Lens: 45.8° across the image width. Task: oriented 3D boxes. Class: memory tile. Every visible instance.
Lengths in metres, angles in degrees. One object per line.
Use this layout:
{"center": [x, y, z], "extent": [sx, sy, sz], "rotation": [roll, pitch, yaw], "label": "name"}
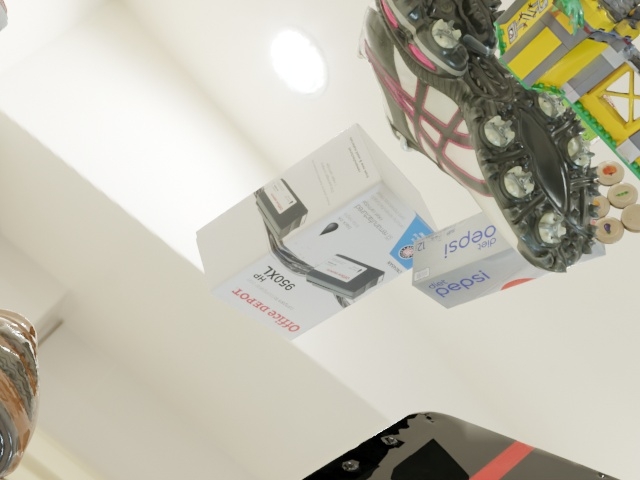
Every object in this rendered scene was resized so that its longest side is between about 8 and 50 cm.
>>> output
{"center": [0.329, -0.038, 0.959], "extent": [0.148, 0.113, 0.012], "rotation": [-20, -31, 5], "label": "memory tile"}

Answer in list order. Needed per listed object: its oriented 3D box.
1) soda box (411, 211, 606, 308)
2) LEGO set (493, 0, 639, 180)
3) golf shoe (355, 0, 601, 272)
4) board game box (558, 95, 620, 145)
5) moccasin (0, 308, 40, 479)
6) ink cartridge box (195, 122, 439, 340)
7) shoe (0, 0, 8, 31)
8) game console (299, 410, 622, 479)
{"center": [0.279, 0.011, 1.159], "extent": [0.286, 0.091, 0.098], "rotation": [-25, -46, 39], "label": "soda box"}
{"center": [0.281, -0.149, 0.412], "extent": [0.255, 0.331, 0.192], "rotation": [56, -31, 7], "label": "LEGO set"}
{"center": [0.124, -0.094, 0.613], "extent": [0.272, 0.105, 0.120], "rotation": [62, -28, 7], "label": "golf shoe"}
{"center": [0.351, -0.168, 1.213], "extent": [0.259, 0.039, 0.124], "rotation": [-41, -116, 49], "label": "board game box"}
{"center": [-0.352, 0.151, 0.464], "extent": [0.139, 0.380, 0.147], "rotation": [56, 0, -19], "label": "moccasin"}
{"center": [0.000, 0.000, 1.491], "extent": [0.395, 0.166, 0.285], "rotation": [-33, -40, 16], "label": "ink cartridge box"}
{"center": [-0.391, -0.326, 0.845], "extent": [0.064, 0.081, 0.178], "rotation": [8, -38, 31], "label": "shoe"}
{"center": [0.167, 0.337, 0.940], "extent": [0.342, 0.387, 0.060], "rotation": [15, -71, 36], "label": "game console"}
